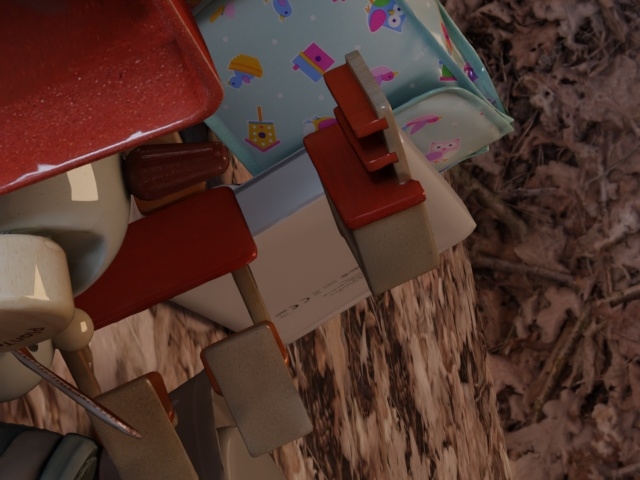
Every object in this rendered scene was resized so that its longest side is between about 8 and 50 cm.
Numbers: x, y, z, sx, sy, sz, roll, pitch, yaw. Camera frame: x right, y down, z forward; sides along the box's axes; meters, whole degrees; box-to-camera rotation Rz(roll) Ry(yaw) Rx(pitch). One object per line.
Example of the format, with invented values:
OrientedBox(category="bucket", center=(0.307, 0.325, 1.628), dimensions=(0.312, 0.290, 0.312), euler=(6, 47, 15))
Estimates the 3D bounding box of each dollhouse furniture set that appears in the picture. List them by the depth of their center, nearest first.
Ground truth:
OrientedBox(category="dollhouse furniture set", center=(-0.067, -0.004, 1.212), dimensions=(0.262, 0.259, 0.135), euler=(-117, -176, -50))

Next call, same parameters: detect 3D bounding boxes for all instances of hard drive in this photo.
OrientedBox(category="hard drive", center=(0.000, 0.000, 1.667), dimensions=(0.047, 0.233, 0.353), euler=(61, 7, 16))

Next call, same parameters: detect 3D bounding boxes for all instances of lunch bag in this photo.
OrientedBox(category="lunch bag", center=(0.019, -0.142, 1.714), dimensions=(0.262, 0.223, 0.160), euler=(52, 18, -22))

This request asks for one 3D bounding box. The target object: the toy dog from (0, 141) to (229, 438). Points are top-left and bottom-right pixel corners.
OrientedBox(category="toy dog", center=(-0.134, -0.002, 0.992), dimensions=(0.334, 0.161, 0.220), euler=(-170, -104, -82))

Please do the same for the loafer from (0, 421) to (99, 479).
OrientedBox(category="loafer", center=(-0.200, 0.173, 1.027), dimensions=(0.267, 0.084, 0.096), euler=(-55, 165, -68))

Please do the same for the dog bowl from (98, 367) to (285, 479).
OrientedBox(category="dog bowl", center=(-0.051, 0.262, 1.381), dimensions=(0.349, 0.102, 0.348), euler=(-21, 90, -82))

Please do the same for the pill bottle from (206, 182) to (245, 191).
OrientedBox(category="pill bottle", center=(-0.077, -0.017, 1.707), dimensions=(0.120, 0.067, 0.067), euler=(-13, 93, -78))

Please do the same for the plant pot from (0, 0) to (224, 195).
OrientedBox(category="plant pot", center=(-0.224, -0.168, 0.779), dimensions=(0.267, 0.267, 0.235), euler=(60, 11, -58))
